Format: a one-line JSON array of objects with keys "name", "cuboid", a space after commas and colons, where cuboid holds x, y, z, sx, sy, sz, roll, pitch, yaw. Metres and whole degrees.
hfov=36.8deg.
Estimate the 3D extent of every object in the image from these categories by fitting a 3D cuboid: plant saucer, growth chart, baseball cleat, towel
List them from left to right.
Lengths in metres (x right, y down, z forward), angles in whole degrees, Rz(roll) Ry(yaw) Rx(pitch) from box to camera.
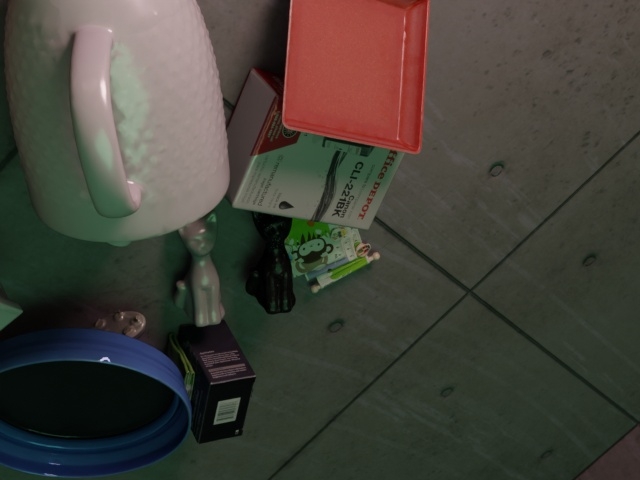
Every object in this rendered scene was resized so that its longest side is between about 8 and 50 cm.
[{"name": "baseball cleat", "cuboid": [-0.383, 0.193, 1.674, 0.205, 0.072, 0.109, -24, 142, 4]}, {"name": "towel", "cuboid": [-0.266, 0.261, 1.757, 0.023, 0.113, 0.152, -9, 130, -29]}, {"name": "growth chart", "cuboid": [0.000, 0.000, 1.755, 0.172, 0.021, 0.237, -32, 134, -3]}, {"name": "plant saucer", "cuboid": [0.047, -0.272, 1.449, 0.259, 0.047, 0.259, 7, 84, -35]}]

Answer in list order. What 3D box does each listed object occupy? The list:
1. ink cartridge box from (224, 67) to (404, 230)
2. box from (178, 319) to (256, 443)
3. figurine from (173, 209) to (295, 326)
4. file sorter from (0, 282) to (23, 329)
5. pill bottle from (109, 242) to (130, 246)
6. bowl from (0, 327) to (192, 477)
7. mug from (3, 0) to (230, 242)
[{"name": "ink cartridge box", "cuboid": [-0.012, -0.140, 1.550, 0.272, 0.114, 0.197, 8, 117, -35]}, {"name": "box", "cuboid": [-0.200, 0.258, 1.760, 0.093, 0.158, 0.156, -6, 129, -28]}, {"name": "figurine", "cuboid": [-0.147, 0.031, 1.648, 0.214, 0.092, 0.210, -9, 126, -17]}, {"name": "file sorter", "cuboid": [-0.613, 0.102, 1.357, 0.277, 0.173, 0.193, -39, 154, 5]}, {"name": "pill bottle", "cuboid": [-0.306, -0.051, 1.503, 0.065, 0.065, 0.116, 1, 126, -31]}, {"name": "bowl", "cuboid": [-0.414, 0.281, 1.634, 0.390, 0.077, 0.391, -4, 140, -3]}, {"name": "mug", "cuboid": [-0.261, -0.181, 1.202, 0.276, 0.374, 0.328, -5, 125, -4]}]
